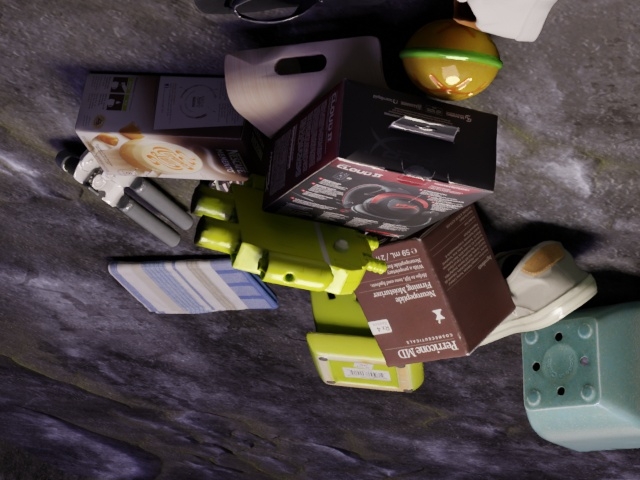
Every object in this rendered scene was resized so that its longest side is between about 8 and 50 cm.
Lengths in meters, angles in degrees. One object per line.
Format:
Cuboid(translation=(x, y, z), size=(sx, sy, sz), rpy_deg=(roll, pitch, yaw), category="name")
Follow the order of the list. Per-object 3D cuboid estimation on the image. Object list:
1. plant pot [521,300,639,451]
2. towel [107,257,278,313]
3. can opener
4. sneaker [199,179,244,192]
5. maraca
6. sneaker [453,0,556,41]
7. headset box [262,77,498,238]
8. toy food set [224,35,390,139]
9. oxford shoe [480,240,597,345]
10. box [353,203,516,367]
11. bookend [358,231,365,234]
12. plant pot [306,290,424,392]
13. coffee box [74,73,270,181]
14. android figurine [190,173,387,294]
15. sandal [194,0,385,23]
Cuboid(translation=(0.472, 0.224, 2.335), size=(0.247, 0.248, 0.252), rpy_deg=(-11, 163, 38), category="plant pot")
Cuboid(translation=(-0.242, 0.083, 2.615), size=(0.285, 0.034, 0.209), rpy_deg=(-3, 152, 22), category="towel")
Cuboid(translation=(-0.313, -0.081, 2.240), size=(0.093, 0.074, 0.280), rpy_deg=(35, 177, 42), category="can opener")
Cuboid(translation=(-0.137, -0.104, 2.105), size=(0.074, 0.063, 0.170), rpy_deg=(13, 162, -24), category="sneaker")
Cuboid(translation=(0.161, -0.222, 1.695), size=(0.127, 0.099, 0.185), rpy_deg=(10, -177, 3), category="maraca")
Cuboid(translation=(0.199, -0.301, 1.476), size=(0.123, 0.106, 0.290), rpy_deg=(7, 158, -1), category="sneaker")
Cuboid(translation=(0.078, -0.101, 1.759), size=(0.218, 0.110, 0.293), rpy_deg=(11, 163, -20), category="headset box")
Cuboid(translation=(0.034, -0.186, 1.850), size=(0.219, 0.092, 0.306), rpy_deg=(-3, 162, 25), category="toy food set")
Cuboid(translation=(0.312, 0.089, 2.324), size=(0.130, 0.169, 0.449), rpy_deg=(55, 158, -1), category="oxford shoe")
Cuboid(translation=(0.169, 0.065, 2.145), size=(0.168, 0.167, 0.203), rpy_deg=(-14, 105, 41), category="box")
Cuboid(translation=(-0.010, -0.077, 2.111), size=(0.156, 0.072, 0.157), rpy_deg=(5, 156, 10), category="bookend")
Cuboid(translation=(0.090, 0.142, 2.409), size=(0.228, 0.207, 0.227), rpy_deg=(4, 156, 8), category="plant pot")
Cuboid(translation=(-0.206, -0.161, 1.957), size=(0.246, 0.098, 0.141), rpy_deg=(3, 157, 14), category="coffee box")
Cuboid(translation=(-0.041, -0.006, 1.868), size=(0.272, 0.248, 0.056), rpy_deg=(14, 117, -16), category="android figurine")
Cuboid(translation=(-0.042, -0.299, 1.635), size=(0.254, 0.055, 0.097), rpy_deg=(-1, 155, 23), category="sandal")
